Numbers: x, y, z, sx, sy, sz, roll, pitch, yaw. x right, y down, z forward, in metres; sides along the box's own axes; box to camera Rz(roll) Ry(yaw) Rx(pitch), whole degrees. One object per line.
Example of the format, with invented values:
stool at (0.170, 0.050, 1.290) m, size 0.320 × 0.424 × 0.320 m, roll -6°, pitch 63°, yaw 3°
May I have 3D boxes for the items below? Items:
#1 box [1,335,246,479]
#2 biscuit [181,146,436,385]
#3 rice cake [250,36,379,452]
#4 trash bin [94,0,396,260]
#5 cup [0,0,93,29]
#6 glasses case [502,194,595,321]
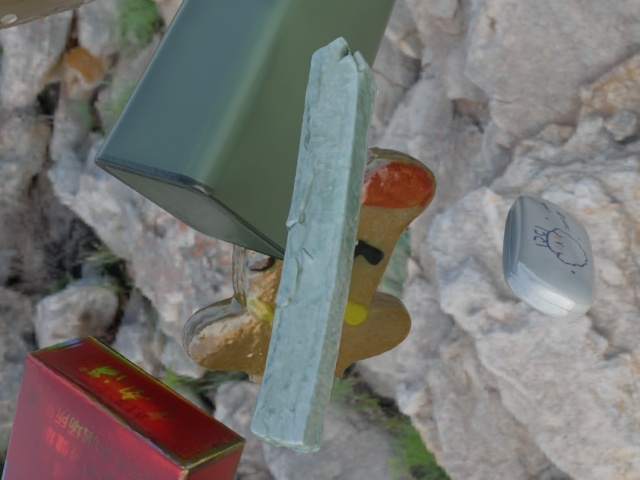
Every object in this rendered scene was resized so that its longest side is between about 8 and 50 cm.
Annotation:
box at (-0.201, 0.271, 0.886) m, size 0.197 × 0.089 × 0.313 m, roll 27°, pitch 113°, yaw 27°
biscuit at (0.004, 0.048, 1.424) m, size 0.076 × 0.368 × 0.394 m, roll 55°, pitch 136°, yaw 51°
rice cake at (0.000, 0.000, 0.576) m, size 0.042 × 0.045 × 0.245 m, roll 3°, pitch 73°, yaw 18°
trash bin at (-0.057, -0.176, 1.063) m, size 0.158 × 0.223 × 0.343 m, roll 19°, pitch 78°, yaw 33°
cup at (-0.161, -0.132, 0.457) m, size 0.102 × 0.099 × 0.074 m, roll 1°, pitch 109°, yaw 63°
glasses case at (0.203, 0.011, 0.874) m, size 0.076 × 0.197 × 0.049 m, roll 27°, pitch 116°, yaw 0°
